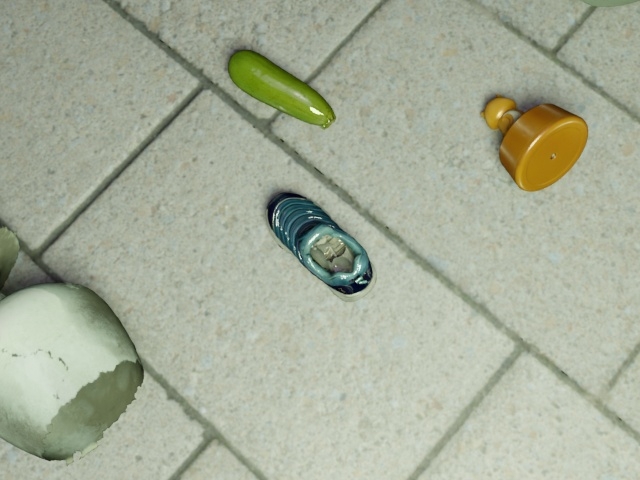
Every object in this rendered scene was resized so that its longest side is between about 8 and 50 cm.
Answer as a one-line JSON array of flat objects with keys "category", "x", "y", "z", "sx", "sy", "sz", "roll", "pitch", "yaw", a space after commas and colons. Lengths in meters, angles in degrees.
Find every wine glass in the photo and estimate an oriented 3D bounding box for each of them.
[{"category": "wine glass", "x": -0.416, "y": 0.142, "z": 0.972, "sx": 0.323, "sy": 0.238, "sz": 0.238, "roll": 38, "pitch": 81, "yaw": 21}]

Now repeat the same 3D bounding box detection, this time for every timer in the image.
[{"category": "timer", "x": 0.306, "y": -0.170, "z": 1.065, "sx": 0.132, "sy": 0.132, "sz": 0.152, "roll": -33, "pitch": 52, "yaw": -4}]

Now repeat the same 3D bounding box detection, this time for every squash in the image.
[{"category": "squash", "x": -0.064, "y": -0.241, "z": 1.125, "sx": 0.201, "sy": 0.066, "sz": 0.066, "roll": 33, "pitch": 80, "yaw": 5}]

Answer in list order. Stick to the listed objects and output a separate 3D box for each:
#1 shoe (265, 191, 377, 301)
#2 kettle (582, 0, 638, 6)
[{"category": "shoe", "x": 0.000, "y": 0.000, "z": 1.037, "sx": 0.091, "sy": 0.106, "sz": 0.207, "roll": -44, "pitch": 72, "yaw": -8}, {"category": "kettle", "x": 0.488, "y": -0.554, "z": 1.115, "sx": 0.205, "sy": 0.265, "sz": 0.318, "roll": -18, "pitch": 73, "yaw": 32}]
